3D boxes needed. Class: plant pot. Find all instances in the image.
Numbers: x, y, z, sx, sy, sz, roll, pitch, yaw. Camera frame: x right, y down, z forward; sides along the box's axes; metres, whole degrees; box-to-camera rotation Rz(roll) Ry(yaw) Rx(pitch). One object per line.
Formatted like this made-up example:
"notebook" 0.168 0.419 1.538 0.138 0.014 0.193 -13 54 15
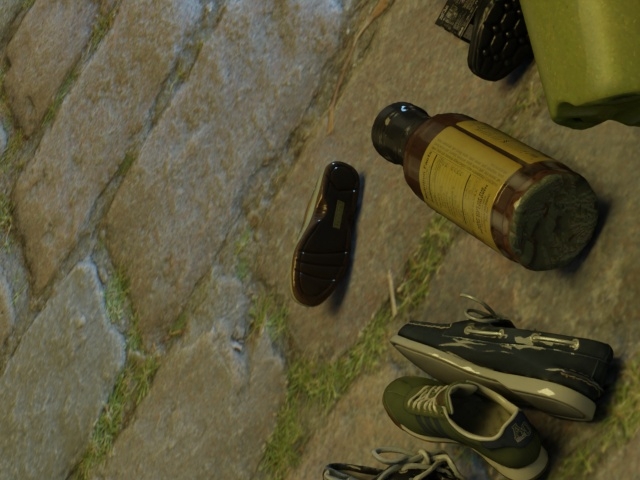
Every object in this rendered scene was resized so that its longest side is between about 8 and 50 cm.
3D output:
"plant pot" 0.284 -0.240 1.495 0.276 0.276 0.254 -15 79 53

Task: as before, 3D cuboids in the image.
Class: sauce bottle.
"sauce bottle" 0.159 -0.071 1.722 0.111 0.111 0.344 -62 29 8

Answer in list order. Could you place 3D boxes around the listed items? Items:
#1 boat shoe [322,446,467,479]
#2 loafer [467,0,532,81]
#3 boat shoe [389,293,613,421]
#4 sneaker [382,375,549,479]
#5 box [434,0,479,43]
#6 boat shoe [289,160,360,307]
"boat shoe" 0.092 0.254 1.604 0.306 0.113 0.105 165 108 -64
"loafer" 0.219 -0.280 1.808 0.223 0.076 0.078 -68 17 1
"boat shoe" 0.172 0.108 1.588 0.254 0.095 0.079 10 69 52
"sneaker" 0.131 0.159 1.574 0.192 0.086 0.064 24 62 39
"box" 0.174 -0.277 1.921 0.083 0.018 0.067 -62 31 9
"boat shoe" 0.000 0.000 1.976 0.072 0.068 0.190 -36 31 59
